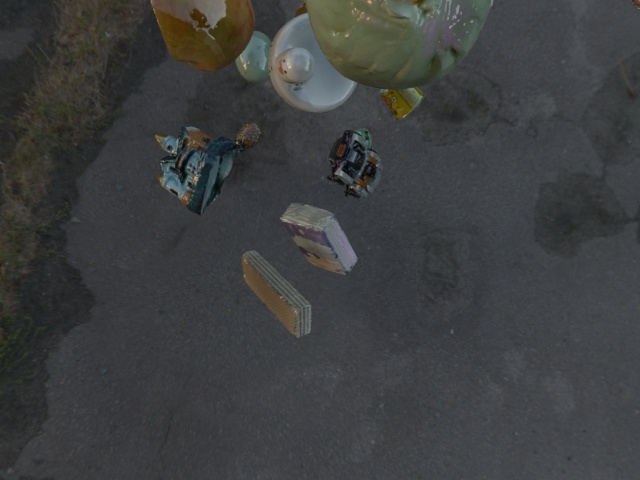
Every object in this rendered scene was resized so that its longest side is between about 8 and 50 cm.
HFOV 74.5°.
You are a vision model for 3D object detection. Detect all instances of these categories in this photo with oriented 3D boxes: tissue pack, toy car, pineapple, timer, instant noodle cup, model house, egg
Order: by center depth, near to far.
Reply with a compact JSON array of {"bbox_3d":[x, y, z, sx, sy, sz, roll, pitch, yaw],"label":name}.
[{"bbox_3d":[-0.010,-0.431,1.029,0.233,0.240,0.233,-7,111,-19],"label":"timer"},{"bbox_3d":[-0.459,-0.266,1.429,0.291,0.253,0.184,32,37,4],"label":"model house"},{"bbox_3d":[0.124,-0.261,1.492,0.118,0.301,0.193,24,89,26],"label":"toy car"},{"bbox_3d":[-0.242,-0.679,1.560,0.149,0.149,0.192,0,79,-12],"label":"egg"},{"bbox_3d":[0.181,-0.356,1.779,0.076,0.090,0.224,5,79,-57],"label":"toy car"},{"bbox_3d":[0.000,0.000,1.827,0.242,0.344,0.125,16,61,34],"label":"tissue pack"},{"bbox_3d":[-0.351,-0.441,1.888,0.197,0.108,0.108,-43,93,-6],"label":"pineapple"},{"bbox_3d":[0.372,-0.681,1.967,0.144,0.182,0.182,43,76,-21],"label":"instant noodle cup"}]

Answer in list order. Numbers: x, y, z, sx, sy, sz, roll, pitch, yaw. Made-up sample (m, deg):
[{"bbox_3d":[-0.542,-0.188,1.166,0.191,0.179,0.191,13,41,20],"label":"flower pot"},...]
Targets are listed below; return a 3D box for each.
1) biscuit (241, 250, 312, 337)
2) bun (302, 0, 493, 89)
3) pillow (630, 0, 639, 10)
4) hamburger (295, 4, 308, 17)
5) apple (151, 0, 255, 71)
[{"bbox_3d":[-0.175,0.190,1.581,0.078,0.426,0.144,-18,126,-30],"label":"biscuit"},{"bbox_3d":[0.124,-0.352,0.612,0.293,0.293,0.187,8,39,-11],"label":"bun"},{"bbox_3d":[0.740,-0.483,0.856,0.126,0.043,0.232,-35,68,20],"label":"pillow"},{"bbox_3d":[0.044,-0.792,1.525,0.186,0.261,0.303,-51,135,-14],"label":"hamburger"},{"bbox_3d":[-0.329,-0.617,1.098,0.314,0.252,0.309,9,49,-42],"label":"apple"}]
